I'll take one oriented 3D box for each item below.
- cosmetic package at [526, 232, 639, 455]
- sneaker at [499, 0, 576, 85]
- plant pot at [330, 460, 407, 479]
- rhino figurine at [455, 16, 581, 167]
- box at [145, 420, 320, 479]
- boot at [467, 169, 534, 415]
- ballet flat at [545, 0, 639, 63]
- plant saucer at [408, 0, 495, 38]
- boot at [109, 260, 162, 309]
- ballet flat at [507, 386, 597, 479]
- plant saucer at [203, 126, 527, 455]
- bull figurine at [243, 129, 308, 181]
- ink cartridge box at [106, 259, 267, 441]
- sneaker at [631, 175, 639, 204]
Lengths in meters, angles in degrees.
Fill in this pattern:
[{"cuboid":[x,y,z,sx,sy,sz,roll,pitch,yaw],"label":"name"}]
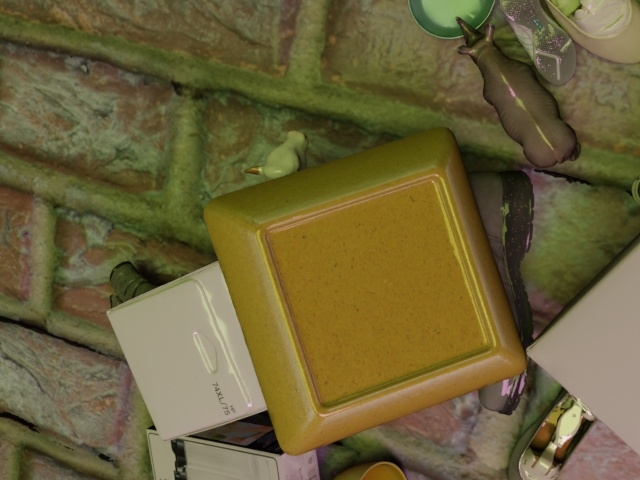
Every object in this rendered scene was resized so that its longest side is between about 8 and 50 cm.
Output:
[{"cuboid":[0.437,0.061,0.845,0.197,0.155,0.365,45,130,13],"label":"cosmetic package"},{"cuboid":[0.283,-0.272,0.964,0.054,0.061,0.152,-33,107,15],"label":"sneaker"},{"cuboid":[0.060,0.402,1.137,0.095,0.134,0.134,-6,98,46],"label":"plant pot"},{"cuboid":[0.249,-0.194,0.958,0.073,0.106,0.243,-35,87,21],"label":"rhino figurine"},{"cuboid":[-0.139,0.378,1.174,0.290,0.087,0.169,0,100,37],"label":"box"},{"cuboid":[0.162,0.065,1.000,0.223,0.118,0.338,0,89,-3],"label":"boot"},{"cuboid":[0.316,-0.313,0.926,0.248,0.086,0.086,44,111,7],"label":"ballet flat"},{"cuboid":[0.179,-0.334,1.004,0.119,0.021,0.119,4,101,19],"label":"plant saucer"},{"cuboid":[-0.285,0.162,1.242,0.161,0.083,0.246,26,122,34],"label":"boot"},{"cuboid":[0.322,0.286,1.040,0.072,0.068,0.213,29,109,13],"label":"ballet flat"},{"cuboid":[0.064,0.058,0.885,0.333,0.081,0.332,-18,91,-6],"label":"plant saucer"},{"cuboid":[0.000,0.000,1.036,0.101,0.188,0.310,-13,96,27],"label":"bull figurine"},{"cuboid":[-0.121,0.124,1.063,0.197,0.270,0.198,-22,91,22],"label":"ink cartridge box"},{"cuboid":[0.476,-0.075,0.914,0.171,0.075,0.063,-13,95,21],"label":"sneaker"}]
